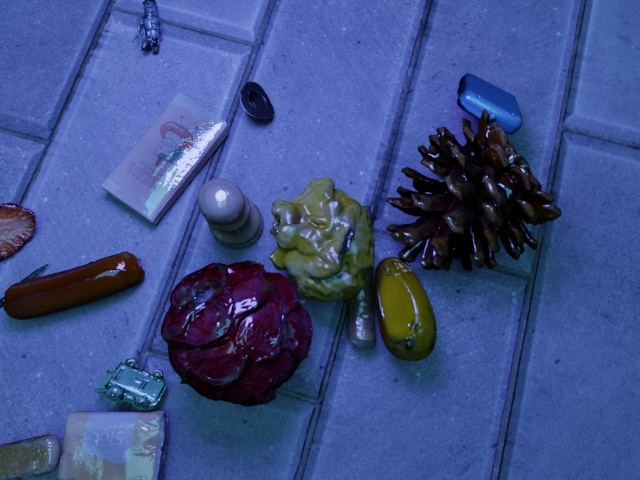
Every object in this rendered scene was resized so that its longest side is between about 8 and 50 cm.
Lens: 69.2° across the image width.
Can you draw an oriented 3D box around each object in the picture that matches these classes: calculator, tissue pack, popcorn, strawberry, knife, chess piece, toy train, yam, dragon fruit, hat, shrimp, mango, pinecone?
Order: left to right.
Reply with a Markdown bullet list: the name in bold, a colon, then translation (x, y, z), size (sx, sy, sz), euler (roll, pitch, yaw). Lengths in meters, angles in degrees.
- **strawberry**: translation (-0.830, -0.010, 1.169), size (0.208, 0.087, 0.167), euler (-8, 98, -28)
- **knife**: translation (-0.753, 0.113, 1.169), size (0.170, 0.010, 0.023), euler (-41, 87, -11)
- **tissue pack**: translation (-0.462, 0.480, 1.043), size (0.223, 0.090, 0.186), euler (2, 70, 1)
- **toy train**: translation (-0.443, 0.343, 1.089), size (0.149, 0.081, 0.099), euler (24, 45, -7)
- **shrimp**: translation (-0.486, -0.610, 1.300), size (0.082, 0.076, 0.174), euler (-1, 78, -19)
- **tissue pack**: translation (-0.403, -0.216, 1.217), size (0.170, 0.071, 0.325), euler (35, 79, 5)
- **chess piece**: translation (-0.221, -0.068, 1.092), size (0.143, 0.261, 0.142), euler (0, 79, 1)
- **dragon fruit**: translation (-0.181, 0.194, 1.009), size (0.330, 0.329, 0.328), euler (0, 77, -1)
- **hat**: translation (-0.179, -0.371, 1.262), size (0.121, 0.050, 0.121), euler (23, 55, -37)
- **popcorn**: translation (0.000, 0.000, 1.067), size (0.253, 0.215, 0.285), euler (-10, 72, 12)
- **yam**: translation (0.096, 0.087, 1.155), size (0.082, 0.081, 0.355), euler (0, 75, -1)
- **mango**: translation (0.195, 0.155, 1.100), size (0.130, 0.167, 0.261), euler (-16, 67, 9)
- **pinecone**: translation (0.321, -0.084, 1.089), size (0.385, 0.384, 0.383), euler (0, 77, -1)
- **calculator**: translation (0.431, -0.354, 1.187), size (0.173, 0.051, 0.293), euler (28, 34, 0)

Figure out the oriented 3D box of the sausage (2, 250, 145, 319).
- **sausage**: translation (-0.598, 0.115, 1.126), size (0.331, 0.102, 0.101), euler (-17, 78, -5)

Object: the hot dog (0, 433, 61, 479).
- **hot dog**: translation (-0.685, 0.492, 1.045), size (0.243, 0.073, 0.084), euler (-14, 76, 8)
